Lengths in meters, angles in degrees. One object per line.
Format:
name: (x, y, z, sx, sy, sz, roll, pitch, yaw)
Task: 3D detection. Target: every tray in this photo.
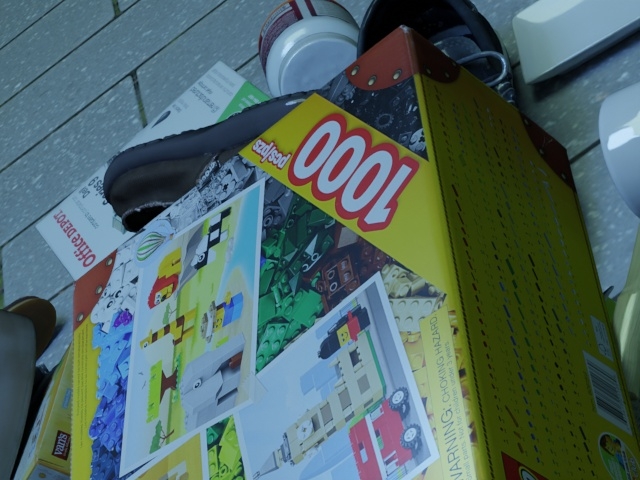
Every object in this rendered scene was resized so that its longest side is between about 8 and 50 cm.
tray: (0.318, -0.250, 1.823, 0.270, 0.030, 0.145, -30, 31, 18)

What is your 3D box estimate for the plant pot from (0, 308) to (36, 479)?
plant pot: (-0.467, 0.186, 1.780, 0.323, 0.280, 0.323, -55, 24, 39)

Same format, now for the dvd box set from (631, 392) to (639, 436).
dvd box set: (0.269, 0.192, 1.224, 0.308, 0.062, 0.420, 0, 48, 51)

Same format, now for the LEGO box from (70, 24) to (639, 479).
LEGO box: (0.014, 0.158, 1.254, 0.372, 0.193, 0.500, -36, 39, 27)

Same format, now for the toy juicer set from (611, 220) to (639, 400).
toy juicer set: (0.303, 0.078, 1.205, 0.329, 0.089, 0.209, 25, 87, 56)

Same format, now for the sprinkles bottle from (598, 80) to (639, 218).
sprinkles bottle: (0.401, -0.120, 1.443, 0.355, 0.121, 0.121, -21, 34, 32)

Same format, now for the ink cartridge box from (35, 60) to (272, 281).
ink cartridge box: (-0.151, -0.039, 1.996, 0.289, 0.121, 0.211, -43, 29, -4)

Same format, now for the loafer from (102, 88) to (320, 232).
loafer: (-0.084, -0.046, 1.725, 0.134, 0.130, 0.366, -11, -3, -37)

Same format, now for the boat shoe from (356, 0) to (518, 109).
boat shoe: (0.117, -0.097, 1.723, 0.187, 0.156, 0.500, -30, 32, 17)

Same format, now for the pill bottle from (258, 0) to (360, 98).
pill bottle: (-0.003, -0.194, 2.000, 0.121, 0.121, 0.221, -37, 18, 7)

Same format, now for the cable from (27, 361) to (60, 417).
cable: (-0.273, 0.163, 1.907, 0.151, 0.047, 0.184, -14, 12, 18)

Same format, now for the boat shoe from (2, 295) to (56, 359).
boat shoe: (-0.389, 0.142, 2.081, 0.207, 0.073, 0.073, -49, 31, -16)

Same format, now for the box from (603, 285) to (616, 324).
box: (0.177, 0.107, 1.398, 0.109, 0.042, 0.178, -54, 3, -24)

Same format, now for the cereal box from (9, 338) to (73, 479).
cereal box: (-0.279, 0.231, 1.746, 0.240, 0.047, 0.173, -57, 16, 36)
